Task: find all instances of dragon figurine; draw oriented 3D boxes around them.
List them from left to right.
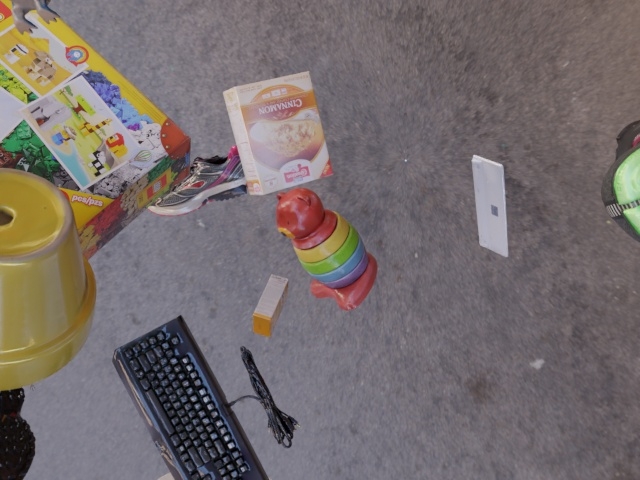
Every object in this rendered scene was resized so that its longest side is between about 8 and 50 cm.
[{"bbox_3d":[-0.465,-0.409,0.924,0.085,0.289,0.144,-19,74,16],"label":"dragon figurine"}]

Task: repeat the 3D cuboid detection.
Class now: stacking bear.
[{"bbox_3d":[0.000,0.000,1.446,0.164,0.175,0.289,-49,126,-17],"label":"stacking bear"}]

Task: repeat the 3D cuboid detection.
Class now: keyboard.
[{"bbox_3d":[-0.156,0.261,0.947,0.201,0.033,0.317,-28,95,-14],"label":"keyboard"},{"bbox_3d":[0.359,-0.067,1.316,0.072,0.256,0.014,24,57,38],"label":"keyboard"}]

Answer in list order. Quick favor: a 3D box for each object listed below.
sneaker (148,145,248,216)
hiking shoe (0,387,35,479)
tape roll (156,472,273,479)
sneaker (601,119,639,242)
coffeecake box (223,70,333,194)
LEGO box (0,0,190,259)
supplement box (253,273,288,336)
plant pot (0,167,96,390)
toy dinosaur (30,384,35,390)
[{"bbox_3d":[-0.311,-0.152,1.588,0.299,0.121,0.112,-19,119,6],"label":"sneaker"},{"bbox_3d":[-0.500,0.315,0.953,0.086,0.227,0.114,26,108,-36],"label":"hiking shoe"},{"bbox_3d":[-0.264,0.695,1.579,0.392,0.392,0.072,9,100,7],"label":"tape roll"},{"bbox_3d":[0.493,-0.085,0.850,0.202,0.483,0.185,-8,98,48],"label":"sneaker"},{"bbox_3d":[-0.073,-0.186,1.096,0.142,0.068,0.185,-19,103,-24],"label":"coffeecake box"},{"bbox_3d":[-0.567,-0.216,1.239,0.500,0.193,0.372,42,68,4],"label":"LEGO box"},{"bbox_3d":[-0.092,0.122,1.169,0.036,0.098,0.062,16,141,8],"label":"supplement box"},{"bbox_3d":[-0.435,0.039,0.856,0.254,0.254,0.239,30,133,3],"label":"plant pot"},{"bbox_3d":[-0.696,0.311,1.487,0.082,0.047,0.090,-28,106,-11],"label":"toy dinosaur"}]
